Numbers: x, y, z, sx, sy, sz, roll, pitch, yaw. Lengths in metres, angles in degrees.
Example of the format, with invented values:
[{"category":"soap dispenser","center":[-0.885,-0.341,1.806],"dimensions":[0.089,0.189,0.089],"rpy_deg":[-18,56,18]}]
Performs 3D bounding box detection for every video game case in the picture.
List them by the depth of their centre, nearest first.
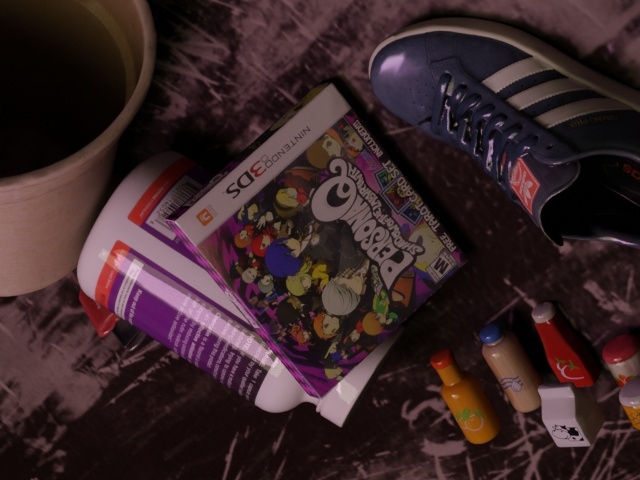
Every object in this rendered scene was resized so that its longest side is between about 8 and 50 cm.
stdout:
[{"category":"video game case","center":[0.000,0.000,1.669],"dimensions":[0.232,0.210,0.042],"rpy_deg":[52,166,-15]}]

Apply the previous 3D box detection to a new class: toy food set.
[{"category":"toy food set","center":[0.229,0.127,1.685],"dimensions":[0.232,0.111,0.104],"rpy_deg":[-8,122,44]}]

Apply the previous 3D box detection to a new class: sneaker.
[{"category":"sneaker","center":[0.182,-0.082,1.498],"dimensions":[0.350,0.148,0.131],"rpy_deg":[21,137,20]}]

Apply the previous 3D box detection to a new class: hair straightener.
[{"category":"hair straightener","center":[-0.244,0.064,1.953],"dimensions":[0.089,0.047,0.230],"rpy_deg":[35,-178,-35]}]

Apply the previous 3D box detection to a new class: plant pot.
[{"category":"plant pot","center":[-0.337,-0.109,1.759],"dimensions":[0.334,0.334,0.305],"rpy_deg":[29,150,11]}]

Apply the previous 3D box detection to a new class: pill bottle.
[{"category":"pill bottle","center":[-0.080,0.057,1.795],"dimensions":[0.323,0.181,0.181],"rpy_deg":[33,140,7]}]
